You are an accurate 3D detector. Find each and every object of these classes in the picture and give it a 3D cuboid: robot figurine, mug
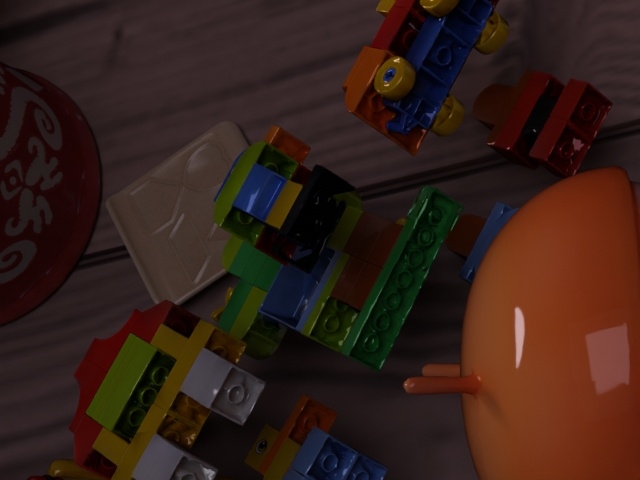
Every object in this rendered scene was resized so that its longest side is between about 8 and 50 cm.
[{"bbox_3d":[0.136,0.038,0.471,0.219,0.128,0.158,-1,42,7],"label":"robot figurine"},{"bbox_3d":[-0.175,-0.020,0.597,0.113,0.169,0.150,19,83,22],"label":"mug"}]

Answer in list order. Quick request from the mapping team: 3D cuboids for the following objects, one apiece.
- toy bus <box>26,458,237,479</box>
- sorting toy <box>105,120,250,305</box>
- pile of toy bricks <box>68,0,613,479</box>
[{"bbox_3d":[-0.054,0.153,0.531,0.191,0.202,0.104,29,111,16],"label":"toy bus"},{"bbox_3d":[-0.041,0.001,0.629,0.062,0.012,0.083,-32,65,5],"label":"sorting toy"},{"bbox_3d":[0.000,0.000,0.569,0.105,0.118,0.212,23,82,53],"label":"pile of toy bricks"}]
